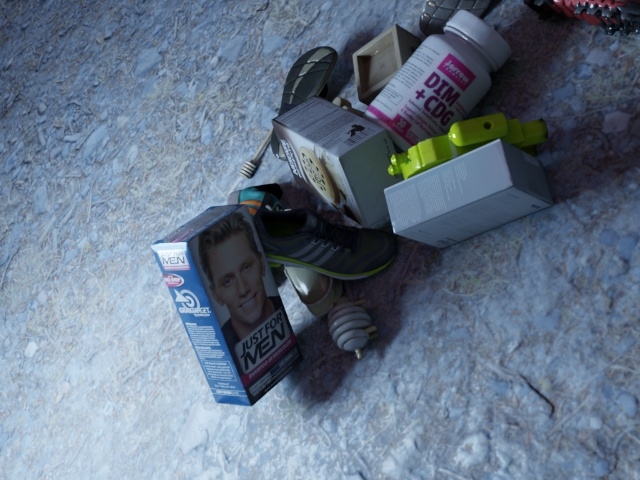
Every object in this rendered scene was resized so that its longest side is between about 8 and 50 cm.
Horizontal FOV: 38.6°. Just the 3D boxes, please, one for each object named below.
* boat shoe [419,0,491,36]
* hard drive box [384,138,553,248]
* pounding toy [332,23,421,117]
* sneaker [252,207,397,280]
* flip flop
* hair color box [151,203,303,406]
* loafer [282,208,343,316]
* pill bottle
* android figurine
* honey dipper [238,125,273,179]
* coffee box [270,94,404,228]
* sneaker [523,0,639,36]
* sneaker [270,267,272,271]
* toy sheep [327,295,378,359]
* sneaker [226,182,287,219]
[{"bbox_3d":[0.321,-0.560,1.900,0.324,0.123,0.116,-52,10,17],"label":"boat shoe"},{"bbox_3d":[0.260,-0.075,1.600,0.232,0.181,0.089,-22,69,30],"label":"hard drive box"},{"bbox_3d":[0.125,-0.319,1.940,0.206,0.094,0.181,-29,54,38],"label":"pounding toy"},{"bbox_3d":[0.000,0.000,1.765,0.300,0.121,0.111,4,61,0],"label":"sneaker"},{"bbox_3d":[-0.030,-0.309,2.082,0.112,0.080,0.277,24,99,41],"label":"flip flop"},{"bbox_3d":[-0.170,0.123,1.737,0.105,0.347,0.174,-3,25,40],"label":"hair color box"},{"bbox_3d":[-0.035,0.040,1.867,0.102,0.092,0.268,-39,47,18],"label":"loafer"},{"bbox_3d":[0.228,-0.297,1.777,0.283,0.160,0.160,-50,44,4],"label":"pill bottle"},{"bbox_3d":[0.255,-0.156,1.616,0.273,0.248,0.056,-12,79,-1],"label":"android figurine"},{"bbox_3d":[-0.139,-0.217,2.154,0.030,0.030,0.160,27,82,46],"label":"honey dipper"},{"bbox_3d":[0.036,-0.163,1.817,0.119,0.168,0.297,-32,32,-14],"label":"coffee box"},{"bbox_3d":[0.504,-0.459,1.675,0.276,0.098,0.135,32,92,48],"label":"sneaker"},{"bbox_3d":[-0.191,0.080,1.996,0.215,0.084,0.083,-10,57,27],"label":"sneaker"},{"bbox_3d":[0.059,0.163,1.723,0.091,0.091,0.132,-35,53,22],"label":"toy sheep"},{"bbox_3d":[-0.131,-0.039,1.945,0.121,0.108,0.302,-23,32,9],"label":"sneaker"}]
